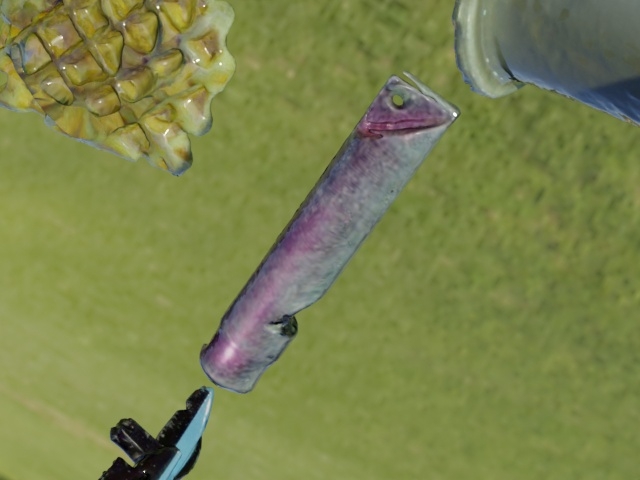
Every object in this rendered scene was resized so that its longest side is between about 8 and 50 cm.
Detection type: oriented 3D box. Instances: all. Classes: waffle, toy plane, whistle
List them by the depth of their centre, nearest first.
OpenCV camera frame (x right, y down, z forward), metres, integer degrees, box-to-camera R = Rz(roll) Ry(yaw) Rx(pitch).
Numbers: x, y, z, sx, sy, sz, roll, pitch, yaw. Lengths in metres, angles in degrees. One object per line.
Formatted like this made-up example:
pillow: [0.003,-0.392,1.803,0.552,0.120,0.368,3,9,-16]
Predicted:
whistle: [0.000,0.000,0.808,0.033,0.176,0.033,25,-148,-17]
toy plane: [-0.145,0.186,1.348,0.078,0.246,0.169,34,142,-9]
waffle: [-0.165,-0.170,1.493,0.223,0.204,0.054,22,-164,20]

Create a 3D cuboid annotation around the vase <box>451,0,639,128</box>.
vase: [0.293,-0.184,1.594,0.291,0.245,0.245,29,168,32]
